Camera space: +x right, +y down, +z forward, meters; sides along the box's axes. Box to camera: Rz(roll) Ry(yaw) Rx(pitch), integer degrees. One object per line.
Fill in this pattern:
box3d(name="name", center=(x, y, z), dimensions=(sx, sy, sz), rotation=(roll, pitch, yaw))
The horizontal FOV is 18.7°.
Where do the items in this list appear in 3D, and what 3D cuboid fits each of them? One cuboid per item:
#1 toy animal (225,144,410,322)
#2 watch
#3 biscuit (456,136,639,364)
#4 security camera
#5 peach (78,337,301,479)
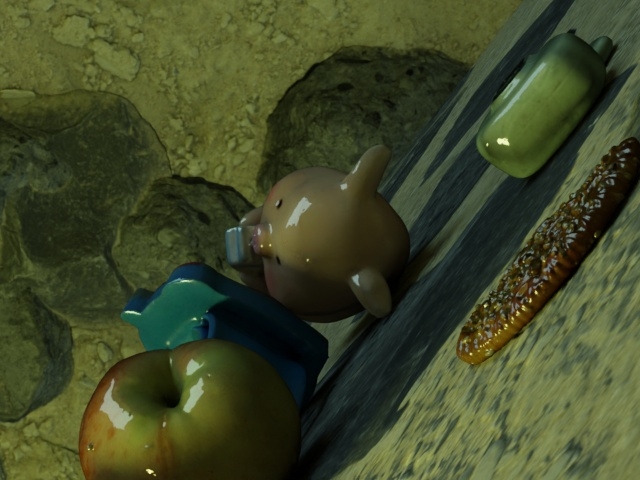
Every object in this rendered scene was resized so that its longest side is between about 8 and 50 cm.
box3d(name="toy animal", center=(-0.002, 0.000, 2.276), dimensions=(0.256, 0.213, 0.195), rotation=(28, -120, -82))
box3d(name="watch", center=(-0.151, 0.211, 2.186), dimensions=(0.305, 0.241, 0.274), rotation=(-50, 17, 38))
box3d(name="biscuit", center=(0.162, 0.012, 1.385), dimensions=(0.206, 0.025, 0.126), rotation=(-52, 3, 10))
box3d(name="security camera", center=(0.226, -0.149, 1.968), dimensions=(0.157, 0.080, 0.301), rotation=(-52, 0, 15))
box3d(name="peach", center=(-0.119, 0.208, 1.900), dimensions=(0.232, 0.232, 0.232), rotation=(-52, 3, 3))
